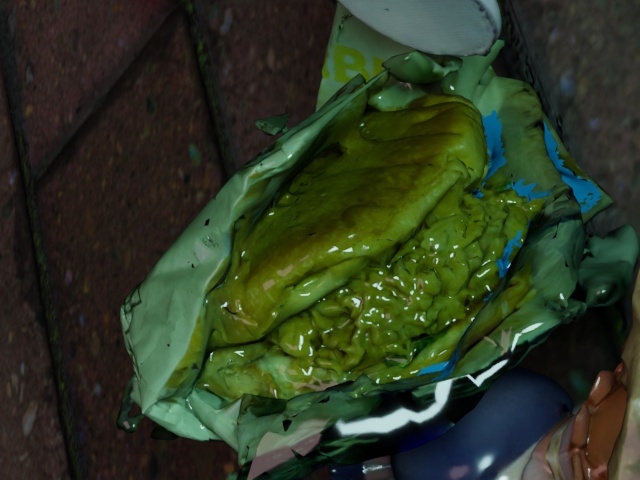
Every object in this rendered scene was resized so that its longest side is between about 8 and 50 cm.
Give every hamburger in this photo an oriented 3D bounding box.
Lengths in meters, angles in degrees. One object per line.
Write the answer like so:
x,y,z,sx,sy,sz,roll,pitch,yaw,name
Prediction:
0.003,-0.005,0.758,0.260,0.150,0.276,-39,20,-10,hamburger

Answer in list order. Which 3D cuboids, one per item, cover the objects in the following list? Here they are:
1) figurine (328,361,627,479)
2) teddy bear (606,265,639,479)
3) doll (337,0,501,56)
0.100,0.096,0.721,0.195,0.111,0.102,-18,102,52,figurine
0.181,0.167,0.547,0.246,0.222,0.296,13,70,34,teddy bear
0.072,-0.211,0.724,0.161,0.215,0.257,8,60,19,doll
